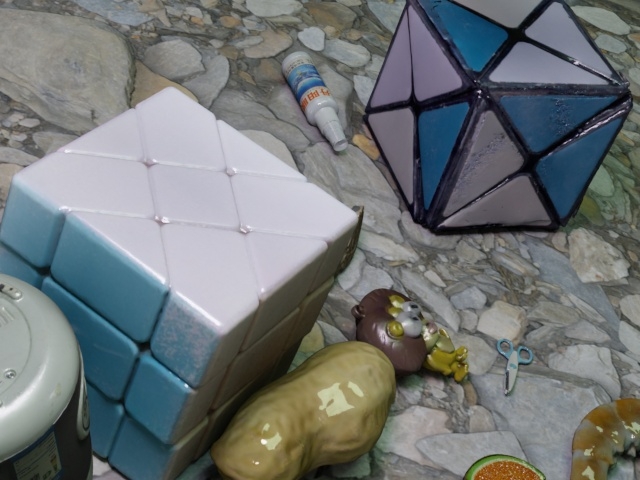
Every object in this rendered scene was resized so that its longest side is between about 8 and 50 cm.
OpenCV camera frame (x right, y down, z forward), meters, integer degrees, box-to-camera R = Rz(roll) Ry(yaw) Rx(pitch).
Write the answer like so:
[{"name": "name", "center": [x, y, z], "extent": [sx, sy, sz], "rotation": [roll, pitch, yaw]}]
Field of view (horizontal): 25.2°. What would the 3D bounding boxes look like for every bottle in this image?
[{"name": "bottle", "center": [-0.004, -0.231, 2.405], "extent": [0.060, 0.060, 0.217], "rotation": [-3, 46, -29]}]

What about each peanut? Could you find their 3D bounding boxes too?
[{"name": "peanut", "center": [-0.006, 0.227, 1.818], "extent": [0.147, 0.147, 0.319], "rotation": [40, 39, 19]}]

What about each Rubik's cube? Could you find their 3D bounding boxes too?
[{"name": "Rubik's cube", "center": [-0.196, 0.056, 1.776], "extent": [0.322, 0.316, 0.319], "rotation": [36, 40, 12]}, {"name": "Rubik's cube", "center": [0.280, -0.218, 2.338], "extent": [0.307, 0.305, 0.310], "rotation": [1, 44, -25]}]

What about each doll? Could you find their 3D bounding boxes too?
[{"name": "doll", "center": [0.127, 0.131, 2.035], "extent": [0.188, 0.096, 0.145], "rotation": [7, 48, -36]}]

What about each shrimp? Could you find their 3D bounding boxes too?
[{"name": "shrimp", "center": [0.448, 0.302, 2.019], "extent": [0.287, 0.068, 0.185], "rotation": [-11, 49, -34]}]

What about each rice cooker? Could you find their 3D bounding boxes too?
[{"name": "rice cooker", "center": [-0.383, 0.202, 1.543], "extent": [0.289, 0.277, 0.288], "rotation": [1, 44, -1]}]

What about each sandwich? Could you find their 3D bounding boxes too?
[{"name": "sandwich", "center": [0.240, 0.321, 1.920], "extent": [0.135, 0.029, 0.067], "rotation": [-2, 51, -31]}]

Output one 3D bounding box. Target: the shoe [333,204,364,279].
[{"name": "shoe", "center": [0.000, 0.000, 2.130], "extent": [0.092, 0.089, 0.180], "rotation": [19, 35, 14]}]

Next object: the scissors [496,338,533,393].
[{"name": "scissors", "center": [0.283, 0.187, 2.108], "extent": [0.058, 0.014, 0.119], "rotation": [22, 35, -1]}]
